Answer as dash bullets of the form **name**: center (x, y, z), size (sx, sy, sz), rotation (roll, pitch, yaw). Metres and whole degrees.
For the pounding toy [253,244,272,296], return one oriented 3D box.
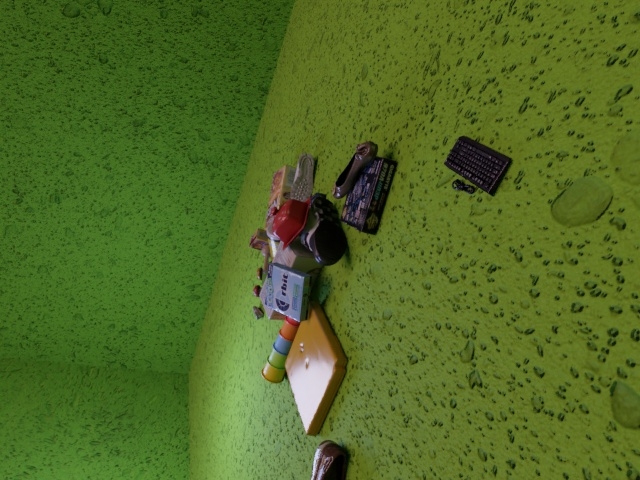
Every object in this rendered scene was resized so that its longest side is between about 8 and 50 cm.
- **pounding toy**: center (-0.232, 0.153, 1.825), size (0.183, 0.110, 0.237), rotation (-82, -17, -49)

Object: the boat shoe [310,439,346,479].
- **boat shoe**: center (0.012, 0.662, 1.129), size (0.095, 0.095, 0.258), rotation (-10, 69, 60)

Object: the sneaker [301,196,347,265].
- **sneaker**: center (0.000, 0.000, 1.478), size (0.146, 0.122, 0.331), rotation (-57, 20, 30)

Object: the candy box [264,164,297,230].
- **candy box**: center (-0.182, -0.177, 2.060), size (0.183, 0.087, 0.317), rotation (168, 113, -66)

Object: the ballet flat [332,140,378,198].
- **ballet flat**: center (0.088, -0.211, 1.318), size (0.250, 0.058, 0.084), rotation (133, 145, -52)

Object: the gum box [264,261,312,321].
- **gum box**: center (-0.113, 0.173, 1.503), size (0.184, 0.041, 0.157), rotation (17, 106, 42)

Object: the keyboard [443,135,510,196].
- **keyboard**: center (0.315, -0.149, 0.918), size (0.180, 0.023, 0.108), rotation (-117, 44, -59)

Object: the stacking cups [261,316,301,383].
- **stacking cups**: center (-0.124, 0.383, 1.631), size (0.316, 0.096, 0.096), rotation (-66, 24, 19)

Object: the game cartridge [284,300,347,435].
- **game cartridge**: center (-0.021, 0.402, 1.418), size (0.286, 0.052, 0.324), rotation (-69, 26, 20)

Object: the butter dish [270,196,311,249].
- **butter dish**: center (-0.118, -0.077, 1.511), size (0.160, 0.118, 0.160), rotation (-45, 25, 41)

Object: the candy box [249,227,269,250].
- **candy box**: center (-0.197, 0.013, 1.863), size (0.109, 0.186, 0.053), rotation (138, 142, -57)

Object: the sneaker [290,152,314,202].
- **sneaker**: center (-0.075, -0.249, 1.870), size (0.095, 0.090, 0.235), rotation (157, 127, -78)

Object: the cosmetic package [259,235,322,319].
- **cosmetic package**: center (-0.110, 0.141, 1.639), size (0.296, 0.129, 0.153), rotation (-66, 33, 27)

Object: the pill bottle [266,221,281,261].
- **pill bottle**: center (-0.141, 0.033, 1.723), size (0.119, 0.119, 0.209), rotation (-109, 11, -53)

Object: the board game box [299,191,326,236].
- **board game box**: center (-0.053, -0.074, 1.751), size (0.243, 0.042, 0.165), rotation (149, 130, -61)

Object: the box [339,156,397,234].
- **box**: center (0.137, -0.141, 1.308), size (0.175, 0.051, 0.220), rotation (-146, 70, -67)

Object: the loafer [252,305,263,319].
- **loafer**: center (-0.306, 0.355, 2.159), size (0.125, 0.039, 0.045), rotation (-138, 30, -69)
